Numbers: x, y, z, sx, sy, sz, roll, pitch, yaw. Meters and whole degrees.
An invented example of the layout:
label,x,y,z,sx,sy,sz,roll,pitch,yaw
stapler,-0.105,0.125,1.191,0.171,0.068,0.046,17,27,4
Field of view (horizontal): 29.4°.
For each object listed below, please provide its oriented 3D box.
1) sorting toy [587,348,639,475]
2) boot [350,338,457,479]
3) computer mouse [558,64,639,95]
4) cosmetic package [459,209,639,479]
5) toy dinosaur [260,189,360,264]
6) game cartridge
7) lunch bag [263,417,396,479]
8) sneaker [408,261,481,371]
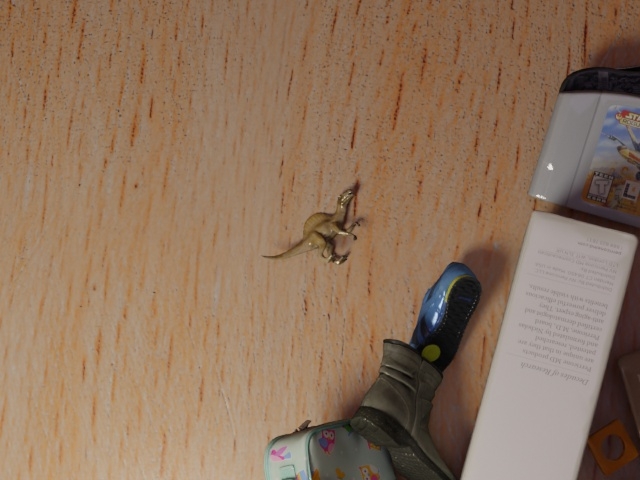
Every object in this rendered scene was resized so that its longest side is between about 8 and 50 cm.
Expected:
label,x,y,z,sx,sy,sz,roll,pitch,yaw
sorting toy,0.547,0.245,1.844,0.347,0.047,0.196,-17,88,-13
boot,0.157,0.269,1.871,0.083,0.246,0.161,-4,49,45
computer mouse,0.512,-0.192,1.926,0.261,0.060,0.184,-5,101,11
cosmetic package,0.330,0.202,1.813,0.161,0.230,0.453,15,87,9
toy dinosaur,0.000,0.000,1.983,0.183,0.053,0.092,-41,64,-6
game cartridge,0.491,-0.122,1.885,0.297,0.062,0.198,16,107,7
lunch bag,0.020,0.405,1.832,0.107,0.224,0.279,-19,79,39
sneaker,0.184,0.131,1.934,0.069,0.082,0.209,20,104,-24
